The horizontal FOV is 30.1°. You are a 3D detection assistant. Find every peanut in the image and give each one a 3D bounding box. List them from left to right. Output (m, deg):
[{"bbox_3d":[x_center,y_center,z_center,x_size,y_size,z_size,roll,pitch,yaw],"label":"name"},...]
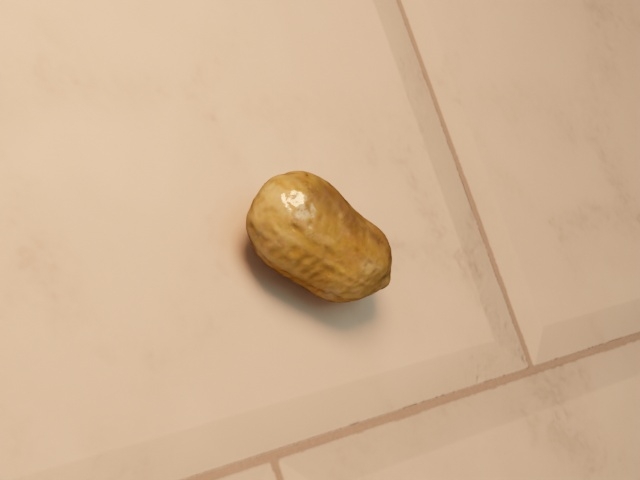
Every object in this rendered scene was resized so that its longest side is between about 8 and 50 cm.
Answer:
[{"bbox_3d":[0.000,0.000,1.464,0.224,0.129,0.129,41,49,-31],"label":"peanut"}]
